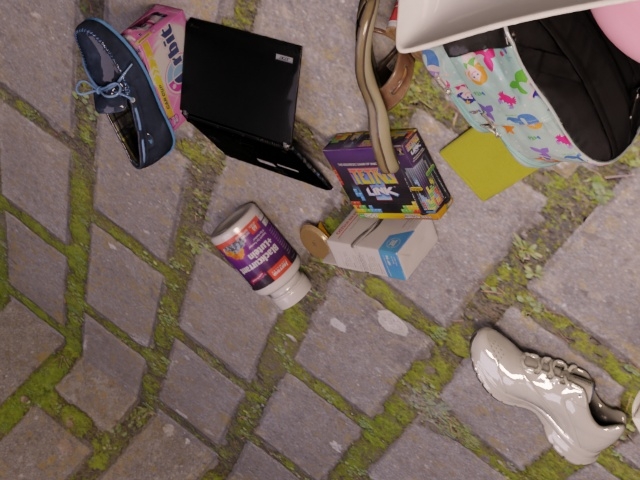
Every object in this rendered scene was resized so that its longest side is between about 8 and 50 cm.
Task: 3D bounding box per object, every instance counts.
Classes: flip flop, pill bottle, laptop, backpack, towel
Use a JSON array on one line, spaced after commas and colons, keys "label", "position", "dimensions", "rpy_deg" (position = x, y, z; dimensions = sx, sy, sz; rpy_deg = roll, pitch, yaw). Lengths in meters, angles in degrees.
[{"label": "flip flop", "position": [0.093, -0.217, 1.408], "dimensions": [0.080, 0.112, 0.277], "rpy_deg": [-7, 121, 8]}, {"label": "pill bottle", "position": [-0.106, 0.034, 1.927], "dimensions": [0.193, 0.108, 0.108], "rpy_deg": [50, 148, -16]}, {"label": "laptop", "position": [-0.098, -0.219, 1.693], "dimensions": [0.234, 0.136, 0.264], "rpy_deg": [21, 169, 30]}, {"label": "backpack", "position": [0.252, -0.204, 1.133], "dimensions": [0.253, 0.225, 0.191], "rpy_deg": [44, 154, -25]}, {"label": "towel", "position": [0.258, -0.133, 1.411], "dimensions": [0.102, 0.021, 0.237], "rpy_deg": [49, 149, -2]}]

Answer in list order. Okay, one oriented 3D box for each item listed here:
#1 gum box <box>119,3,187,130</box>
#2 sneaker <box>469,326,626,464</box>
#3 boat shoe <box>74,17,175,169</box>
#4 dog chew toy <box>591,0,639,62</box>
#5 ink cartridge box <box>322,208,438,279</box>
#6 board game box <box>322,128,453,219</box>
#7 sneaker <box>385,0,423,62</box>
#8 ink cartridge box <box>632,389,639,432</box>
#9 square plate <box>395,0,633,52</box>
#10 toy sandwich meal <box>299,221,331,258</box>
[{"label": "gum box", "position": [-0.258, -0.285, 1.692], "dimensions": [0.062, 0.107, 0.188], "rpy_deg": [20, 143, 31]}, {"label": "sneaker", "position": [0.374, 0.235, 1.690], "dimensions": [0.297, 0.111, 0.129], "rpy_deg": [39, 133, -4]}, {"label": "boat shoe", "position": [-0.314, -0.226, 1.633], "dimensions": [0.109, 0.089, 0.258], "rpy_deg": [2, 132, 46]}, {"label": "dog chew toy", "position": [0.394, -0.286, 0.906], "dimensions": [0.206, 0.206, 0.332], "rpy_deg": [47, 141, -10]}, {"label": "ink cartridge box", "position": [0.086, -0.003, 1.675], "dimensions": [0.180, 0.104, 0.060], "rpy_deg": [10, 138, 40]}, {"label": "board game box", "position": [0.103, -0.100, 1.591], "dimensions": [0.170, 0.048, 0.141], "rpy_deg": [2, 133, 46]}, {"label": "sneaker", "position": [0.134, -0.278, 1.349], "dimensions": [0.042, 0.067, 0.118], "rpy_deg": [5, 164, 41]}, {"label": "ink cartridge box", "position": [0.599, 0.170, 1.171], "dimensions": [0.385, 0.279, 0.160], "rpy_deg": [0, 131, 48]}, {"label": "square plate", "position": [0.217, -0.360, 0.945], "dimensions": [0.049, 0.347, 0.344], "rpy_deg": [11, 171, -42]}, {"label": "toy sandwich meal", "position": [0.000, 0.000, 1.849], "dimensions": [0.085, 0.029, 0.085], "rpy_deg": [31, 146, 24]}]
